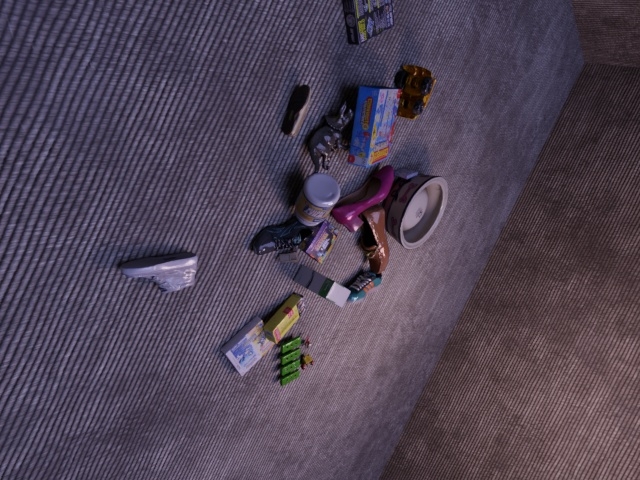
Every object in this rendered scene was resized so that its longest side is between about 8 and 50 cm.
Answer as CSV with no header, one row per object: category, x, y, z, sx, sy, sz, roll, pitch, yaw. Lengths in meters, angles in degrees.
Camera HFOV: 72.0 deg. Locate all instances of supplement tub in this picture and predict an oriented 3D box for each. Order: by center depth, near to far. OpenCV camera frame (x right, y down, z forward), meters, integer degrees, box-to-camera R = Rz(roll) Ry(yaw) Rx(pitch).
supplement tub,-0.018,-0.155,1.720,0.144,0.144,0.200,-35,169,-29

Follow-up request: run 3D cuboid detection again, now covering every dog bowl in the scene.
dog bowl,0.485,-0.166,2.292,0.407,0.150,0.408,-29,135,-34

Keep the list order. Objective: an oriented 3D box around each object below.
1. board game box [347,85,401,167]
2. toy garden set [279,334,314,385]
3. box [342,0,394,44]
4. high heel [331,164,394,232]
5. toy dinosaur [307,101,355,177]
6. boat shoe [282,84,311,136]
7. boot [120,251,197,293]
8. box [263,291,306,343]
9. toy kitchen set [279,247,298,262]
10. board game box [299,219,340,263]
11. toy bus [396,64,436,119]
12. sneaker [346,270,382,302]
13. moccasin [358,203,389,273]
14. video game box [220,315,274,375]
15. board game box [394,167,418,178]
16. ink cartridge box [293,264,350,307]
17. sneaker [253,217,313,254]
board game box,0.227,-0.478,1.826,0.308,0.086,0.302,-35,137,-59
toy garden set,-0.119,0.561,2.148,0.203,0.049,0.245,-18,123,-38
box,0.176,-0.901,1.634,0.216,0.060,0.270,-39,135,-26
high heel,0.197,-0.225,1.993,0.181,0.127,0.377,44,73,-43
toy dinosaur,0.016,-0.383,1.734,0.313,0.121,0.160,-47,126,-11
boat shoe,-0.078,-0.471,1.607,0.072,0.068,0.190,0,122,-60
boot,-0.515,0.119,1.428,0.258,0.095,0.124,-9,110,-46
box,-0.153,0.338,1.939,0.232,0.058,0.087,-45,139,-38
toy kitchen set,-0.134,0.063,1.870,0.083,0.075,0.068,88,-4,-76
board game box,0.000,0.000,1.958,0.170,0.048,0.141,-59,142,-5
toy bus,0.430,-0.656,2.000,0.211,0.149,0.221,-11,122,-62
sneaker,0.218,0.222,2.281,0.302,0.108,0.121,-24,127,-47
moccasin,0.256,0.009,2.172,0.146,0.139,0.380,-28,133,-26
video game box,-0.306,0.453,1.884,0.205,0.048,0.187,-42,139,-23
board game box,0.422,-0.335,2.193,0.090,0.090,0.020,-23,126,-37
ink cartridge box,0.006,0.201,1.954,0.153,0.208,0.087,36,80,-51
sneaker,-0.145,-0.014,1.750,0.267,0.106,0.101,-31,133,-31
